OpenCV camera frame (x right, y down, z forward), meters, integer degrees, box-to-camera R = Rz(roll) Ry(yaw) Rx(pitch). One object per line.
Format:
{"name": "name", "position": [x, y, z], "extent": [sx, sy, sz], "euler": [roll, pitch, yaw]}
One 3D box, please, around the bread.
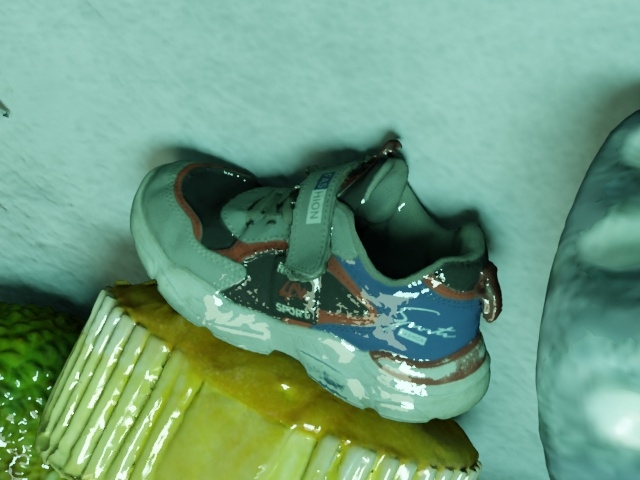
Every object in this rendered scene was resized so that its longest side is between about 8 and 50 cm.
{"name": "bread", "position": [-0.034, 0.116, 0.913], "extent": [0.250, 0.133, 0.179], "euler": [25, -177, 19]}

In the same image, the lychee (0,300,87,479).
{"name": "lychee", "position": [-0.207, 0.112, 1.035], "extent": [0.171, 0.171, 0.171], "euler": [16, 139, 15]}

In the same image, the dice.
{"name": "dice", "position": [0.207, 0.048, 0.693], "extent": [0.182, 0.181, 0.183], "euler": [8, 137, 24]}

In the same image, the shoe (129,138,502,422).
{"name": "shoe", "position": [0.000, 0.000, 0.832], "extent": [0.228, 0.099, 0.125], "euler": [29, 130, 14]}
